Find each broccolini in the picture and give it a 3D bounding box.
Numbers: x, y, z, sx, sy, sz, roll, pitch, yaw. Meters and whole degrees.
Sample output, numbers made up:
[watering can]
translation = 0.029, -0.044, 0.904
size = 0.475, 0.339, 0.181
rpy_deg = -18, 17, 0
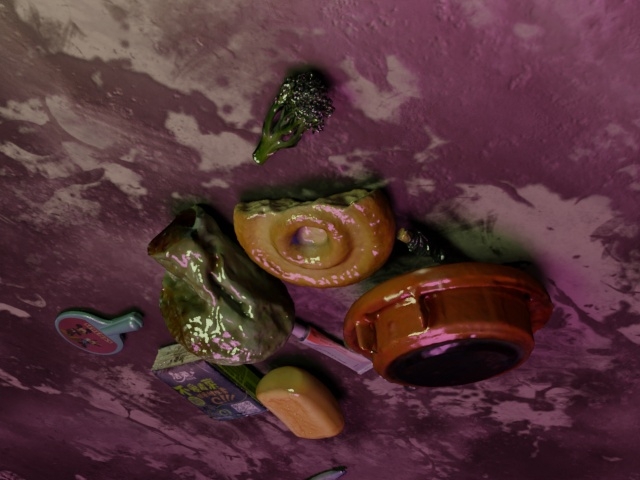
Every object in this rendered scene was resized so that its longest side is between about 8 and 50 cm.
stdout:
[broccolini]
translation = -0.048, -0.179, 1.168
size = 0.091, 0.068, 0.203
rpy_deg = 40, 149, -12

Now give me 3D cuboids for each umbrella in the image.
[umbrella]
translation = 0.182, 0.014, 1.312
size = 0.144, 0.037, 0.040
rpy_deg = 27, 155, -33

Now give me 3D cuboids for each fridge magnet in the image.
[fridge magnet]
translation = 0.219, 0.152, 1.363
size = 0.364, 0.155, 0.363
rpy_deg = -4, 151, -2

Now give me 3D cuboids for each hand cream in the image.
[hand cream]
translation = 0.025, 0.219, 1.611
size = 0.216, 0.038, 0.052
rpy_deg = 31, 161, -29

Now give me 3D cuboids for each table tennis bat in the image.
[table tennis bat]
translation = -0.471, 0.192, 1.702
size = 0.244, 0.040, 0.153
rpy_deg = -16, 132, 35

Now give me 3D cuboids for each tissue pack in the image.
[tissue pack]
translation = -0.234, 0.311, 1.745
size = 0.173, 0.073, 0.235
rpy_deg = -18, 131, 30

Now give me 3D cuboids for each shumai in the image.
[shumai]
translation = -0.166, 0.075, 1.359
size = 0.272, 0.222, 0.203
rpy_deg = 19, 136, 6

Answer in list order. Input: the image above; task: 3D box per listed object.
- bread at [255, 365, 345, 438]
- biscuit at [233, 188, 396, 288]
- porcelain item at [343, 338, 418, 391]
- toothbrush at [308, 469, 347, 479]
[bread]
translation = -0.039, 0.349, 1.720
size = 0.147, 0.098, 0.217
rpy_deg = -12, 132, 27
[biscuit]
translation = 0.000, 0.001, 1.319
size = 0.274, 0.091, 0.213
rpy_deg = -12, 132, 22
[porcelain item]
translation = 0.138, 0.237, 1.570
size = 0.081, 0.069, 0.215
rpy_deg = -28, 125, 23
[toothbrush]
translation = -0.060, 0.689, 2.166
size = 0.035, 0.042, 0.413
rpy_deg = 32, 134, -21
